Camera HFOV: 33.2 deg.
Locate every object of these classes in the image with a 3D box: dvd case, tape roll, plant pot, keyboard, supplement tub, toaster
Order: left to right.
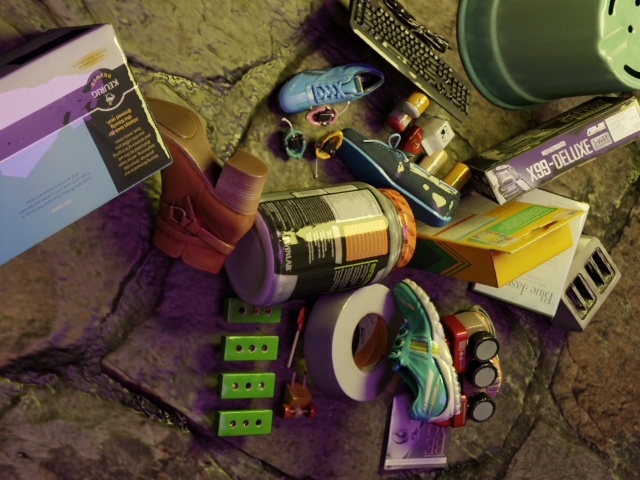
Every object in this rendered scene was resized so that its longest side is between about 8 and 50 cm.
[{"bbox_3d":[0.000,0.000,1.886,0.316,0.193,0.193,-9,102,-33],"label":"supplement tub"},{"bbox_3d":[0.065,0.185,1.999,0.219,0.072,0.219,-9,102,-49],"label":"tape roll"},{"bbox_3d":[0.171,-0.365,1.992,0.317,0.033,0.201,35,40,-30],"label":"keyboard"},{"bbox_3d":[0.205,0.354,2.185,0.164,0.018,0.221,6,93,-35],"label":"dvd case"},{"bbox_3d":[0.433,0.016,2.224,0.180,0.022,0.253,18,85,6],"label":"dvd case"},{"bbox_3d":[0.542,0.081,2.321,0.168,0.110,0.185,-50,120,-19],"label":"toaster"},{"bbox_3d":[0.502,-0.418,2.086,0.341,0.334,0.341,-6,101,-34],"label":"plant pot"}]

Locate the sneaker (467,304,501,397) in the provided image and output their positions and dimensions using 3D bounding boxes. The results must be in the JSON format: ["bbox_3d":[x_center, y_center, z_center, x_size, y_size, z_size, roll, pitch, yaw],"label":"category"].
[{"bbox_3d":[0.333,0.231,2.220,0.083,0.084,0.215,-58,144,-59],"label":"sneaker"}]

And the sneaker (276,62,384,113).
[{"bbox_3d":[0.020,-0.276,1.929,0.209,0.082,0.069,-20,110,-29],"label":"sneaker"}]

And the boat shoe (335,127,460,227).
[{"bbox_3d":[0.142,-0.127,1.993,0.258,0.109,0.089,39,70,-5],"label":"boat shoe"}]

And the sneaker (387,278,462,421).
[{"bbox_3d":[0.174,0.195,1.946,0.110,0.107,0.275,-13,63,-3],"label":"sneaker"}]

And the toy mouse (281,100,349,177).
[{"bbox_3d":[-0.021,-0.199,1.914,0.143,0.031,0.161,18,119,-39],"label":"toy mouse"}]

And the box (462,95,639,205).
[{"bbox_3d":[0.443,-0.177,2.062,0.307,0.242,0.076,-26,99,2],"label":"box"}]

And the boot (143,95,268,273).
[{"bbox_3d":[-0.234,-0.092,1.762,0.220,0.283,0.109,-62,176,32],"label":"boot"}]

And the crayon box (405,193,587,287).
[{"bbox_3d":[0.322,-0.001,2.027,0.203,0.323,0.083,-26,111,-29],"label":"crayon box"}]

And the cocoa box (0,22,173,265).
[{"bbox_3d":[-0.437,-0.134,1.542,0.347,0.231,0.228,-35,115,-26],"label":"cocoa box"}]

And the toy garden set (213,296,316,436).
[{"bbox_3d":[-0.098,0.223,1.942,0.204,0.049,0.244,3,94,-34],"label":"toy garden set"}]

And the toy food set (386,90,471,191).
[{"bbox_3d":[0.185,-0.170,2.033,0.104,0.111,0.232,-50,133,-16],"label":"toy food set"}]

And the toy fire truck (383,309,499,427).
[{"bbox_3d":[0.215,0.270,2.074,0.246,0.158,0.217,-9,118,-16],"label":"toy fire truck"}]
